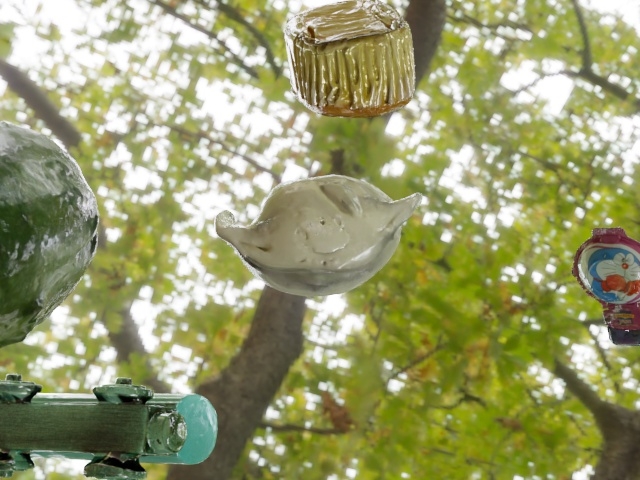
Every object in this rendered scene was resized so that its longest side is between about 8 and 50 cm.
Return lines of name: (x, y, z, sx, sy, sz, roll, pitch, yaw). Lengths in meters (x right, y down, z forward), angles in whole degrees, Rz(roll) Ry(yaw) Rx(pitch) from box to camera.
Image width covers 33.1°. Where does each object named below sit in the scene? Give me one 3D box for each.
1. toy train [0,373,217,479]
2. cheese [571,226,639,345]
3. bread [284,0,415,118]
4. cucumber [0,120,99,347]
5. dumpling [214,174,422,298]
toy train: (-0.220, 0.184, 1.050, 0.248, 0.159, 0.101, -3, -101, 28)
cheese: (0.314, 0.049, 1.137, 0.095, 0.145, 0.038, 0, -150, 35)
bread: (0.031, -0.197, 1.188, 0.190, 0.132, 0.114, -114, -164, -70)
cucumber: (-0.234, -0.005, 0.712, 0.145, 0.325, 0.105, 47, -66, 8)
dumpling: (0.000, 0.000, 1.677, 0.243, 0.318, 0.187, 104, -20, -81)
